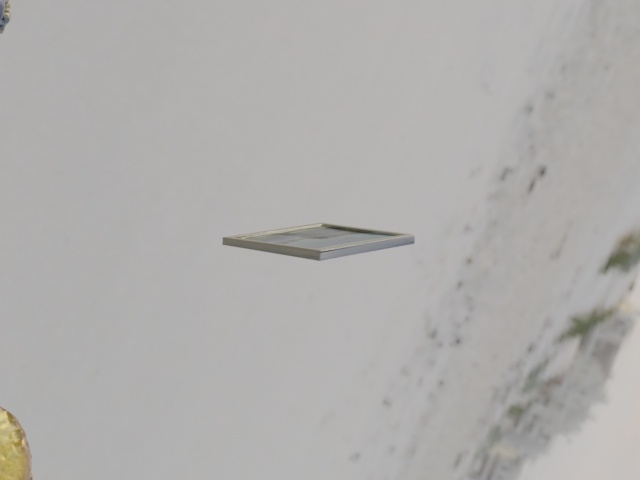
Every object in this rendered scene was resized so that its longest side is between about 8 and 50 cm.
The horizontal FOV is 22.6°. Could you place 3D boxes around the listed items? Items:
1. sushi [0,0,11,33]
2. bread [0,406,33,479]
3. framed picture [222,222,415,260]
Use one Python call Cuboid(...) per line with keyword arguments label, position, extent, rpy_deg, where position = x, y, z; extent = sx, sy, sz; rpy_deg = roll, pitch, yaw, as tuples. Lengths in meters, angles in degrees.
Cuboid(label="sushi", position=(-0.373, -0.231, 1.507), extent=(0.050, 0.290, 0.264), rpy_deg=(18, 102, -47))
Cuboid(label="bread", position=(-0.438, 0.257, 1.722), extent=(0.268, 0.268, 0.146), rpy_deg=(-64, -172, -34))
Cuboid(label="framed picture", position=(0.000, 0.000, 1.434), extent=(0.149, 0.109, 0.011), rpy_deg=(-9, 103, -54))
